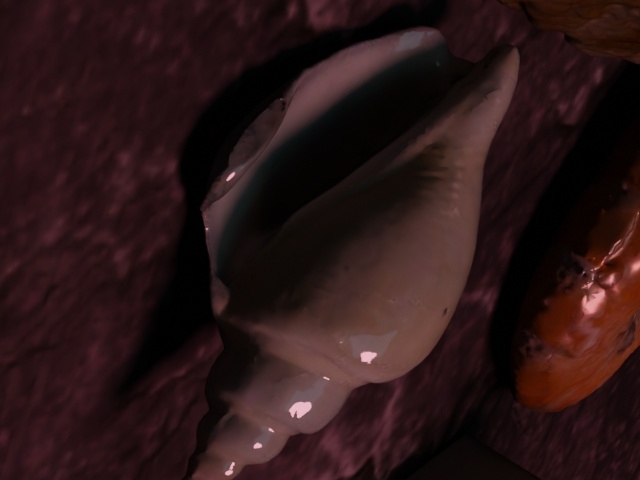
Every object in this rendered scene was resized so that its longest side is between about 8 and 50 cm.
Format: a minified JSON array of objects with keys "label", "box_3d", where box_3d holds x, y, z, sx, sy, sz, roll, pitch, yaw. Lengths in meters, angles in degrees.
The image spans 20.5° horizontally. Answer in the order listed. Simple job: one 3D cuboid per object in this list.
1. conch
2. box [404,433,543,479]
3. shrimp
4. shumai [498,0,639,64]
[{"label":"conch","box_3d":[-0.001,0.002,0.532,0.180,0.088,0.065,-58,-167,-16]},{"label":"box","box_3d":[0.024,0.236,0.690,0.225,0.117,0.225,-32,138,-39]},{"label":"shrimp","box_3d":[0.137,-0.010,0.731,0.187,0.052,0.132,-54,161,4]},{"label":"shumai","box_3d":[0.133,-0.136,0.540,0.184,0.184,0.142,25,70,-59]}]
